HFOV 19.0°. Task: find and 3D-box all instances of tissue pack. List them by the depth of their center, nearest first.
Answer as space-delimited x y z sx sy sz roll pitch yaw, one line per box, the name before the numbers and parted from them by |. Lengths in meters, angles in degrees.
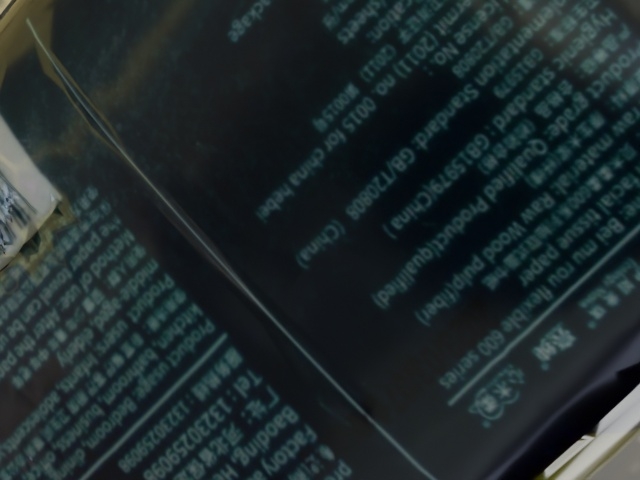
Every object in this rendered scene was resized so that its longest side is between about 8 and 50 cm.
tissue pack | 0.000 0.000 0.715 0.416 0.264 0.253 -48 172 25
